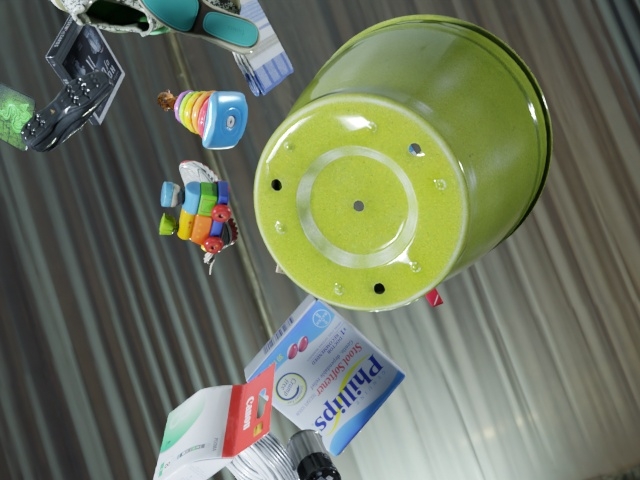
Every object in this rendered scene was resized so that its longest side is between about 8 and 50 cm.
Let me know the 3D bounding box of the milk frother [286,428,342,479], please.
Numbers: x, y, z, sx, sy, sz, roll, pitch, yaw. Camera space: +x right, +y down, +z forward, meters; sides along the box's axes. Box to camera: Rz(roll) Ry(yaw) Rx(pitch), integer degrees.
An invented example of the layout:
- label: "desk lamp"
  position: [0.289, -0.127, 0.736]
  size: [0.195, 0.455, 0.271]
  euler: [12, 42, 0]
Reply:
- label: "milk frother"
  position: [-0.033, 0.504, 1.608]
  size: [0.143, 0.129, 0.135]
  euler: [-29, -153, -5]

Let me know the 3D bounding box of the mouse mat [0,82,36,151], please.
- label: "mouse mat"
  position: [-0.854, -0.342, 2.098]
  size: [0.189, 0.153, 0.007]
  euler: [25, -165, 31]

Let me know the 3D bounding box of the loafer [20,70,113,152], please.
- label: "loafer"
  position: [-0.511, -0.262, 1.556]
  size: [0.223, 0.076, 0.078]
  euler: [-38, 156, 5]

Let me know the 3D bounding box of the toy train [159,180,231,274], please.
- label: "toy train"
  position: [-0.283, -0.021, 1.636]
  size: [0.143, 0.105, 0.248]
  euler: [8, 128, -16]

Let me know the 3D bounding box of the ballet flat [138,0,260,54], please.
- label: "ballet flat"
  position: [-0.235, -0.426, 1.460]
  size: [0.248, 0.086, 0.086]
  euler: [24, 157, -16]

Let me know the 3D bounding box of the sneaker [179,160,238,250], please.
- label: "sneaker"
  position: [-0.267, -0.078, 1.738]
  size: [0.088, 0.225, 0.092]
  euler: [-8, -160, 43]

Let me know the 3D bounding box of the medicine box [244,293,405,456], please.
- label: "medicine box"
  position: [0.008, 0.318, 1.837]
  size: [0.263, 0.289, 0.149]
  euler: [-49, -172, -2]

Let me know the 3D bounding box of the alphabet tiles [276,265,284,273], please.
- label: "alphabet tiles"
  position: [0.000, 0.000, 1.833]
  size: [0.237, 0.199, 0.009]
  euler: [16, 172, -43]

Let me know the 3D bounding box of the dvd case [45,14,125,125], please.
- label: "dvd case"
  position: [-0.573, -0.429, 1.872]
  size: [0.029, 0.179, 0.239]
  euler: [5, 149, 18]

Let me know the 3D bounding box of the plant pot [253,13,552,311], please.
- label: "plant pot"
  position: [0.090, -0.086, 0.942]
  size: [0.366, 0.367, 0.353]
  euler: [-23, -172, 24]

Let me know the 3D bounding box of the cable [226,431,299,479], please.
- label: "cable"
  position: [-0.161, 0.521, 1.838]
  size: [0.089, 0.257, 0.257]
  euler: [-43, 170, -31]

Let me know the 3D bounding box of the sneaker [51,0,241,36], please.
- label: "sneaker"
  position: [-0.343, -0.462, 1.543]
  size: [0.410, 0.182, 0.158]
  euler: [-4, 141, -30]

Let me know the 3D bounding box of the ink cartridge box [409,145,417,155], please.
- label: "ink cartridge box"
  position: [0.193, -0.151, 1.744]
  size: [0.052, 0.122, 0.088]
  euler: [-33, 178, -45]

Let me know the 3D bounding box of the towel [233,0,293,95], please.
- label: "towel"
  position: [-0.175, -0.499, 1.821]
  size: [0.034, 0.285, 0.209]
  euler: [-20, -161, 31]

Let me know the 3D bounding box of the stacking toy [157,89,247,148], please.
- label: "stacking toy"
  position: [-0.387, -0.399, 2.331]
  size: [0.301, 0.175, 0.165]
  euler: [21, -161, 29]

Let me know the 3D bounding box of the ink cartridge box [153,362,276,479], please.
- label: "ink cartridge box"
  position: [-0.174, 0.301, 1.246]
  size: [0.224, 0.056, 0.181]
  euler: [-41, -159, 19]

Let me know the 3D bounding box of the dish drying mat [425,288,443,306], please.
- label: "dish drying mat"
  position: [0.261, 0.119, 1.808]
  size: [0.032, 0.083, 0.008]
  euler: [-19, 152, -13]
